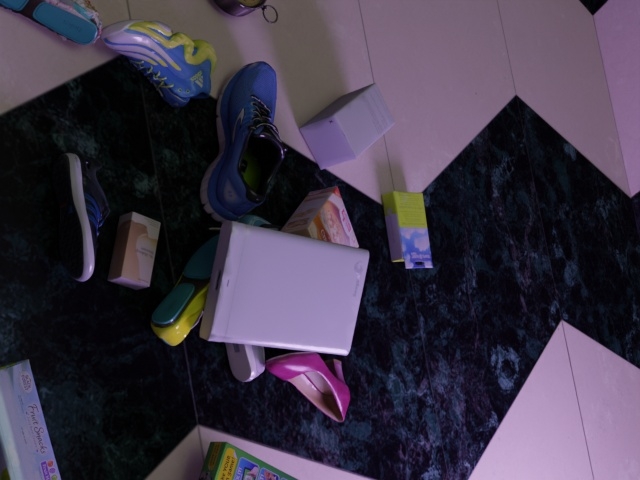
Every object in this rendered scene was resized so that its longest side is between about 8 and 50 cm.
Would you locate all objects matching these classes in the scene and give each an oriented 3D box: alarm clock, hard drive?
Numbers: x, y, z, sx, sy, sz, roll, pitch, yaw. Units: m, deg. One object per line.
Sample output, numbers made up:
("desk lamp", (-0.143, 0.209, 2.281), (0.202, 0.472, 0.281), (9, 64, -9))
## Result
("alarm clock", (-0.154, -0.497, 1.656), (0.192, 0.064, 0.129), (37, 54, -31))
("hard drive", (-0.056, 0.090, 1.486), (0.307, 0.040, 0.203), (12, 89, -38))

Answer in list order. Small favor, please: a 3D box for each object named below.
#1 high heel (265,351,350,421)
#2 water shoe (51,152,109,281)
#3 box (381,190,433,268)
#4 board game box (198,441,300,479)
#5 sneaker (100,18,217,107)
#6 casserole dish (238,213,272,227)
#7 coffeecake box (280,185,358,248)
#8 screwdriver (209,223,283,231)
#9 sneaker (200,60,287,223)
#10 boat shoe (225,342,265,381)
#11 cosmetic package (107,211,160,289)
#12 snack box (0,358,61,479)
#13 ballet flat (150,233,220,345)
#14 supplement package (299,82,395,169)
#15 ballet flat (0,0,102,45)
("high heel", (-0.022, 0.276, 1.565), (0.244, 0.082, 0.117), (28, 50, -60))
("water shoe", (-0.361, -0.039, 1.308), (0.080, 0.073, 0.203), (-2, 81, -49))
("box", (0.201, -0.022, 1.919), (0.109, 0.042, 0.178), (0, 80, -46))
("board game box", (-0.137, 0.513, 1.345), (0.213, 0.046, 0.317), (38, 55, -35))
("sneaker", (-0.271, -0.304, 1.461), (0.240, 0.091, 0.126), (1, 80, -47))
("casserole dish", (-0.097, 0.022, 1.598), (0.188, 0.037, 0.114), (35, 56, -36))
("coffeecake box", (0.000, 0.000, 1.636), (0.142, 0.068, 0.185), (69, 27, -22))
("screwdriver", (-0.134, -0.023, 1.528), (0.170, 0.024, 0.025), (7, 103, -45))
("sneaker", (-0.116, -0.191, 1.554), (0.130, 0.147, 0.330), (27, 60, -40))
("boat shoe", (-0.134, 0.158, 1.504), (0.063, 0.066, 0.184), (-14, 89, -58))
("cosmetic package", (-0.305, 0.017, 1.374), (0.060, 0.041, 0.115), (23, 63, -41))
("snack box", (-0.425, 0.250, 1.063), (0.070, 0.207, 0.174), (-15, 91, -47))
("ballet flat", (-0.211, 0.087, 1.444), (0.231, 0.077, 0.077), (-57, 141, -36))
("supplement package", (0.059, -0.244, 1.783), (0.179, 0.105, 0.105), (-43, 112, -44))
("ballet flat", (-0.451, -0.392, 1.317), (0.241, 0.091, 0.077), (35, 26, -40))
